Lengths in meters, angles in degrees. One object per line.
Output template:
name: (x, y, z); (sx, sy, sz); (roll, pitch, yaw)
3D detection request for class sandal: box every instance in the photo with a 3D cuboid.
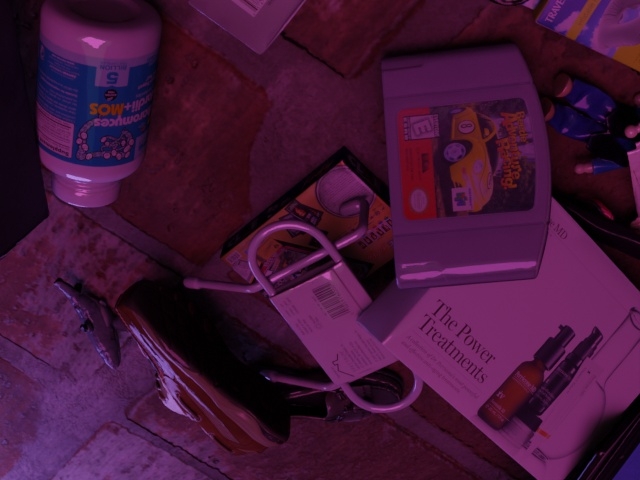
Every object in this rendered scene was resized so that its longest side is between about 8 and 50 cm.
sandal: (0.369, -0.029, 1.338); (0.179, 0.040, 0.067); (27, 166, 8)

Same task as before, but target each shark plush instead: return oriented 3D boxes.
shark plush: (-0.343, 0.118, 1.515); (0.073, 0.067, 0.161); (-11, 122, 14)

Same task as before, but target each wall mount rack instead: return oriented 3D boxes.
wall mount rack: (-0.016, 0.102, 1.385); (0.304, 0.130, 0.350); (-26, 117, 18)

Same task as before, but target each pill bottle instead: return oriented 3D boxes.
pill bottle: (-0.287, -0.175, 1.266); (0.146, 0.146, 0.264); (13, 125, -2)

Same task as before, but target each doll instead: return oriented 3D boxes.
doll: (0.364, -0.137, 1.273); (0.189, 0.046, 0.129); (25, 114, -18)

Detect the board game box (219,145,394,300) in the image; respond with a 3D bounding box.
board game box: (0.000, 0.000, 1.411); (0.243, 0.042, 0.165); (-37, 113, 26)

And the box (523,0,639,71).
box: (0.339, -0.283, 1.182); (0.178, 0.042, 0.109); (22, 123, -9)

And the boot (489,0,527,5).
boot: (0.127, -0.364, 1.005); (0.138, 0.284, 0.377); (-23, 117, 21)

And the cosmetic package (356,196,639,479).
cosmetic package: (0.276, 0.122, 1.338); (0.377, 0.097, 0.284); (41, 88, -26)

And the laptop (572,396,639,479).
laptop: (0.510, 0.414, 1.515); (0.236, 0.408, 0.382); (37, 128, 22)

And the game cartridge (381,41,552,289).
game cartridge: (0.179, -0.094, 1.212); (0.196, 0.060, 0.294); (-5, 79, 6)

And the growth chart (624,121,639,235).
growth chart: (0.469, -0.090, 1.269); (0.171, 0.021, 0.237); (-15, 136, 7)

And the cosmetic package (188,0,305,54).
cosmetic package: (-0.051, -0.319, 1.089); (0.107, 0.238, 0.127); (35, 124, -13)

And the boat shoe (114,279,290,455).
boat shoe: (-0.183, 0.201, 1.438); (0.120, 0.123, 0.324); (-34, 109, 24)

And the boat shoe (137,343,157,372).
boat shoe: (-0.233, 0.165, 1.543); (0.079, 0.084, 0.233); (20, 143, 40)

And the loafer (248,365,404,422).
loafer: (-0.005, 0.252, 1.554); (0.267, 0.084, 0.096); (1, 123, 6)

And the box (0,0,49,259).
box: (-0.618, -0.200, 1.137); (0.471, 0.297, 0.480); (14, 126, 19)
